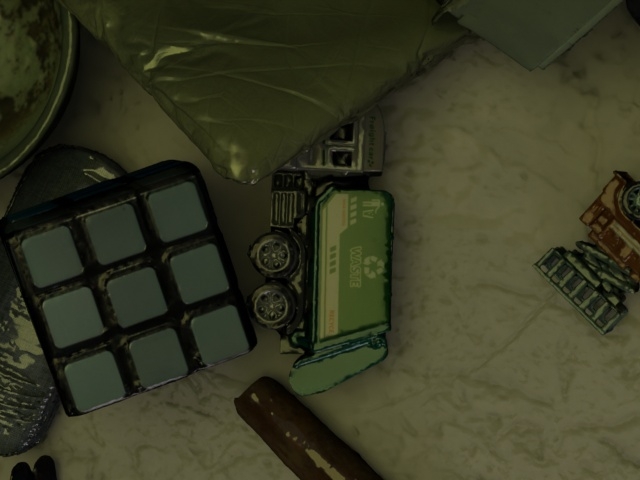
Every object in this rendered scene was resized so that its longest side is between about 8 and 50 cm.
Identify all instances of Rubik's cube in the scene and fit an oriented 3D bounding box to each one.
[{"bbox_3d":[-0.159,0.032,1.347,0.160,0.162,0.163,-20,100,-10],"label":"Rubik's cube"}]

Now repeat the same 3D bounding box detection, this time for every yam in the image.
[{"bbox_3d":[0.025,0.203,1.394,0.241,0.057,0.057,41,97,12],"label":"yam"}]

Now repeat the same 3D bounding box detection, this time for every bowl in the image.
[{"bbox_3d":[-0.325,-0.167,1.444,0.289,0.146,0.289,0,88,12],"label":"bowl"}]

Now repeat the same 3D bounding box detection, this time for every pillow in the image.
[{"bbox_3d":[-0.042,-0.191,1.343,0.281,0.076,0.274,-34,65,-26],"label":"pillow"}]

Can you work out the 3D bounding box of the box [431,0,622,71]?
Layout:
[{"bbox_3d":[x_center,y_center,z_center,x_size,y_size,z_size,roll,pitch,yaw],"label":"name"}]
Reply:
[{"bbox_3d":[0.199,-0.284,1.248,0.166,0.220,0.290,40,70,-4],"label":"box"}]

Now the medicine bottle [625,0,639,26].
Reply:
[{"bbox_3d":[0.375,-0.233,1.266,0.165,0.165,0.273,42,97,12],"label":"medicine bottle"}]

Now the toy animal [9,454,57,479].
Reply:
[{"bbox_3d":[-0.173,0.373,1.402,0.284,0.225,0.302,20,105,32],"label":"toy animal"}]

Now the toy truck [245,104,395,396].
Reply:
[{"bbox_3d":[0.000,0.000,1.380,0.124,0.114,0.253,4,89,0],"label":"toy truck"}]

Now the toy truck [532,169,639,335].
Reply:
[{"bbox_3d":[0.271,0.038,1.325,0.178,0.080,0.115,45,103,12],"label":"toy truck"}]

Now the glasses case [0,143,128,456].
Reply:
[{"bbox_3d":[-0.247,0.052,1.456,0.109,0.067,0.282,24,95,6],"label":"glasses case"}]
